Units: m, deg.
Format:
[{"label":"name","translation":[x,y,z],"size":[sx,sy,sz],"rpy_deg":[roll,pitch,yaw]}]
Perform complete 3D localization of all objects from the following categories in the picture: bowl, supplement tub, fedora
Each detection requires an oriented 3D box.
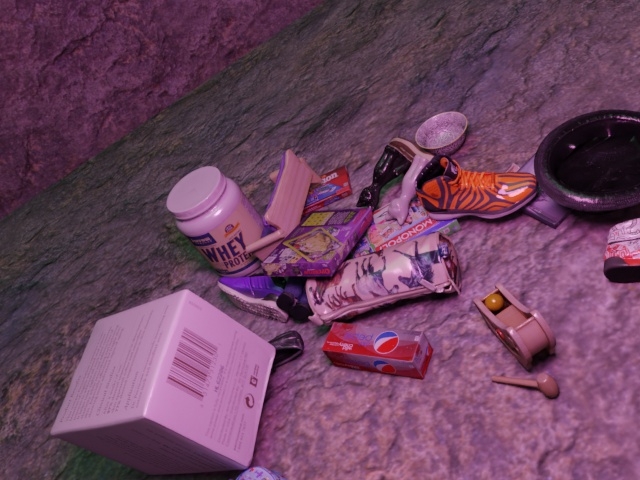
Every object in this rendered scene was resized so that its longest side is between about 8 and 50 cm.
[{"label":"bowl","translation":[0.396,-0.324,2.009],"size":[0.170,0.080,0.170],"rpy_deg":[-19,41,18]},{"label":"supplement tub","translation":[-0.322,-0.057,2.047],"size":[0.235,0.325,0.235],"rpy_deg":[-19,42,18]},{"label":"fedora","translation":[0.703,-0.169,1.559],"size":[0.334,0.152,0.334],"rpy_deg":[-9,56,14]}]

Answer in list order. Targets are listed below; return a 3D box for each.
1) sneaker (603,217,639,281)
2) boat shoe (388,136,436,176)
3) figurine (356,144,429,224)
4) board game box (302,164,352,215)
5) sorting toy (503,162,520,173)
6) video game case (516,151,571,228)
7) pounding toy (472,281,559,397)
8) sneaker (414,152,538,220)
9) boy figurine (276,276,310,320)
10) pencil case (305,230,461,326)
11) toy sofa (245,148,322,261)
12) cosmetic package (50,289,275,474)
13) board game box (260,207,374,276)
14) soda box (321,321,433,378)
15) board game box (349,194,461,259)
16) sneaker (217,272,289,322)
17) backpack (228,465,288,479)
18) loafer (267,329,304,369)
[{"label":"sneaker","translation":[0.774,0.012,1.397],"size":[0.270,0.090,0.145],"rpy_deg":[-5,50,35]},{"label":"boat shoe","translation":[0.286,-0.250,2.004],"size":[0.095,0.095,0.257],"rpy_deg":[-46,40,-4]},{"label":"figurine","translation":[0.225,-0.159,1.887],"size":[0.215,0.092,0.209],"rpy_deg":[30,85,48]},{"label":"board game box","translation":[-0.029,-0.156,2.179],"size":[0.281,0.027,0.145],"rpy_deg":[-23,39,14]},{"label":"sorting toy","translation":[0.546,-0.165,1.777],"size":[0.083,0.045,0.075],"rpy_deg":[-42,47,-10]},{"label":"video game case","translation":[0.640,-0.171,1.705],"size":[0.274,0.026,0.196],"rpy_deg":[-43,50,-11]},{"label":"pounding toy","translation":[0.414,0.218,1.389],"size":[0.155,0.154,0.269],"rpy_deg":[-34,39,0]},{"label":"sneaker","translation":[0.399,-0.150,1.671],"size":[0.321,0.180,0.124],"rpy_deg":[-12,48,28]},{"label":"boy figurine","translation":[-0.029,0.089,1.842],"size":[0.092,0.177,0.285],"rpy_deg":[-52,7,50]},{"label":"pencil case","translation":[0.163,0.109,1.671],"size":[0.410,0.160,0.183],"rpy_deg":[-19,28,18]},{"label":"toy sofa","translation":[-0.129,-0.109,2.014],"size":[0.150,0.177,0.362],"rpy_deg":[-25,37,34]},{"label":"cosmetic package","translation":[-0.385,0.372,1.585],"size":[0.394,0.327,0.329],"rpy_deg":[-19,45,37]},{"label":"board game box","translation":[0.000,0.000,1.797],"size":[0.208,0.056,0.347],"rpy_deg":[-6,24,29]},{"label":"soda box","translation":[0.140,0.274,1.580],"size":[0.263,0.083,0.092],"rpy_deg":[1,50,36]},{"label":"board game box","translation":[0.225,-0.028,1.857],"size":[0.317,0.046,0.213],"rpy_deg":[-30,39,5]},{"label":"sneaker","translation":[-0.178,0.145,1.926],"size":[0.293,0.102,0.146],"rpy_deg":[16,60,35]},{"label":"backpack","translation":[-0.152,0.596,1.434],"size":[0.158,0.117,0.173],"rpy_deg":[21,61,44]},{"label":"loafer","translation":[-0.149,0.324,1.735],"size":[0.223,0.076,0.078],"rpy_deg":[-27,30,4]}]
